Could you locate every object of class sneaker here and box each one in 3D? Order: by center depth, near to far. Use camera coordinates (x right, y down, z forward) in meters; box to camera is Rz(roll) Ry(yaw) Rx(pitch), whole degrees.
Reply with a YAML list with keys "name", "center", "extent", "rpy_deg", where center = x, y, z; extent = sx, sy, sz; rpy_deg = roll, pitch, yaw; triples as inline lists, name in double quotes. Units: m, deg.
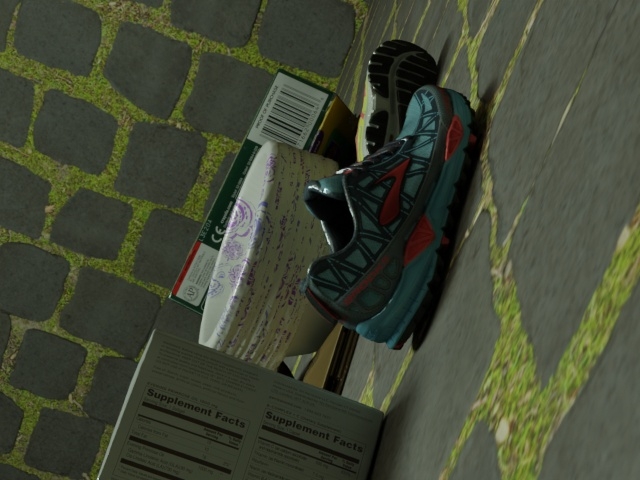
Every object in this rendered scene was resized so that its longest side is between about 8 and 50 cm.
- name: "sneaker"
  center: [0.052, -0.043, 1.116]
  extent: [0.104, 0.125, 0.262]
  rpy_deg: [118, 171, -53]
- name: "sneaker"
  center: [0.077, -0.146, 1.558]
  extent: [0.094, 0.081, 0.208]
  rpy_deg: [113, 174, -56]

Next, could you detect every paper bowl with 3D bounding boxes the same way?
- name: "paper bowl"
  center: [-0.042, 0.030, 1.654]
  extent: [0.284, 0.148, 0.284]
  rpy_deg: [-162, 90, -78]

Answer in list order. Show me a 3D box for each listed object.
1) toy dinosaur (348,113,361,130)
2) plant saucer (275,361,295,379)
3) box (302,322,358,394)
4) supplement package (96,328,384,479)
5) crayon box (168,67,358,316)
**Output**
- name: "toy dinosaur"
  center: [0.069, -0.165, 1.900]
  extent: [0.092, 0.053, 0.183]
  rpy_deg: [155, 135, -81]
- name: "plant saucer"
  center: [-0.089, 0.304, 1.741]
  extent: [0.310, 0.050, 0.311]
  rpy_deg: [-160, 90, -85]
- name: "box"
  center: [-0.007, 0.182, 1.478]
  extent: [0.201, 0.021, 0.164]
  rpy_deg: [121, 169, -64]
- name: "supplement package"
  center: [-0.090, 0.221, 1.146]
  extent: [0.262, 0.204, 0.145]
  rpy_deg: [117, 173, -57]
- name: "crayon box"
  center: [-0.068, -0.047, 2.003]
  extent: [0.363, 0.106, 0.313]
  rpy_deg: [-64, -11, 0]
